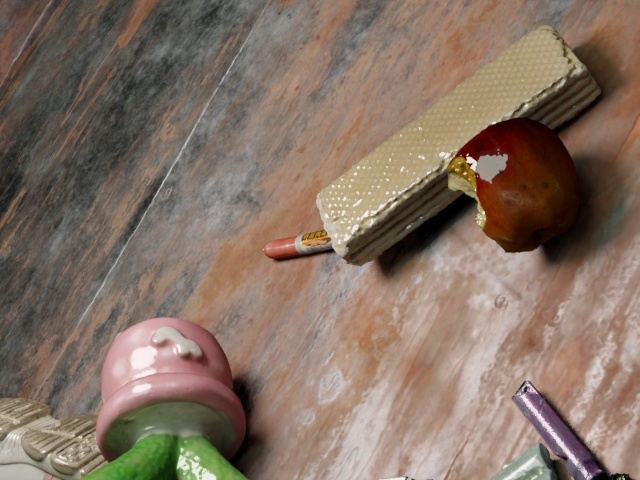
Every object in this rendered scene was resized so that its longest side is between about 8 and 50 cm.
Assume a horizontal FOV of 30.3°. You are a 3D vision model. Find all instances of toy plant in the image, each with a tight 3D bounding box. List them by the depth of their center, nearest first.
[{"bbox_3d":[-0.231,0.280,1.641,0.356,0.317,0.210,-100,24,-44],"label":"toy plant"}]

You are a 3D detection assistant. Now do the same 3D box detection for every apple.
[{"bbox_3d":[0.255,-0.071,1.494,0.147,0.156,0.158,-44,65,12],"label":"apple"}]

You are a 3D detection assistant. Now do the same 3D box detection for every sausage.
[{"bbox_3d":[0.000,0.000,1.812,0.253,0.034,0.034,-12,52,41],"label":"sausage"}]

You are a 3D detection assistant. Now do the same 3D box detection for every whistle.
[{"bbox_3d":[0.266,0.219,1.332,0.033,0.033,0.176,-46,36,9],"label":"whistle"}]

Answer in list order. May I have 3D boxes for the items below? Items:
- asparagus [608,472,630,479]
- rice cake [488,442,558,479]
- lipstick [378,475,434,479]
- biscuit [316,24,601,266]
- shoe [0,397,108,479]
[{"bbox_3d":[0.300,0.344,1.200,0.022,0.023,0.233,99,-178,-58],"label":"asparagus"},{"bbox_3d":[0.180,0.324,1.330,0.226,0.040,0.085,-42,36,15],"label":"rice cake"},{"bbox_3d":[0.118,0.300,1.434,0.107,0.025,0.025,-13,51,35],"label":"lipstick"},{"bbox_3d":[0.183,-0.127,1.652,0.426,0.078,0.144,-36,40,15],"label":"biscuit"},{"bbox_3d":[-0.419,0.377,1.864,0.351,0.172,0.198,13,107,33],"label":"shoe"}]
